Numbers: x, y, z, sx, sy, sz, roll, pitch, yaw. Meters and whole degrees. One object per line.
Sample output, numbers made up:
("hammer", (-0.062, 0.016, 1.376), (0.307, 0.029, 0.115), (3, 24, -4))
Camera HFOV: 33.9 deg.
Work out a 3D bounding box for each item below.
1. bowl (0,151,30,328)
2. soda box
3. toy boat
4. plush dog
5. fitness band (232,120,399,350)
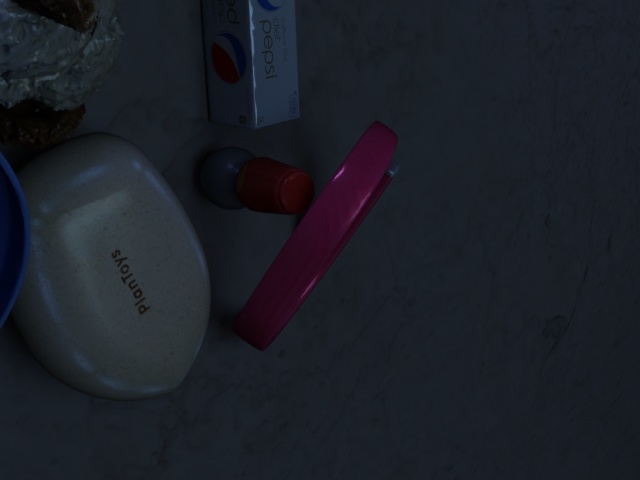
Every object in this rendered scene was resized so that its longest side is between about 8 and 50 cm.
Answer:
("bowl", (-0.378, 0.044, 0.675), (0.391, 0.077, 0.391), (-34, 153, -21))
("soda box", (-0.073, -0.227, 1.076), (0.069, 0.074, 0.216), (-20, 115, -44))
("toy boat", (-0.159, 0.002, 1.014), (0.318, 0.148, 0.267), (-32, 119, -30))
("plush dog", (-0.232, -0.190, 0.843), (0.225, 0.210, 0.262), (7, 98, -76))
("fitness band", (0.000, 0.000, 1.134), (0.291, 0.054, 0.209), (-57, 178, 35))
